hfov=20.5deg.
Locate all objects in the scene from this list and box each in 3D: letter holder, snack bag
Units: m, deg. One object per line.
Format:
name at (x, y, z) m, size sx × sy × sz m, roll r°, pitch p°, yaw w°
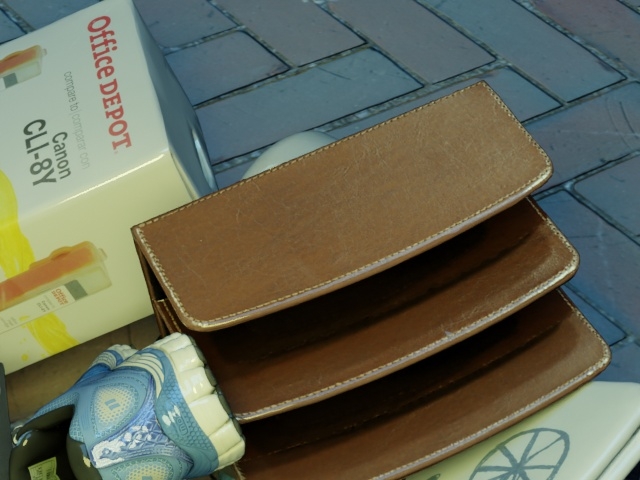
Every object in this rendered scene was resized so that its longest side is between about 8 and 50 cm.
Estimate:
letter holder at (0.046, 0.047, 1.323) m, size 0.302 × 0.152 × 0.214 m, roll -23°, pitch 48°, yaw -12°
snack bag at (0.057, 0.216, 1.353) m, size 0.323 × 0.037 × 0.342 m, roll -45°, pitch 25°, yaw -28°

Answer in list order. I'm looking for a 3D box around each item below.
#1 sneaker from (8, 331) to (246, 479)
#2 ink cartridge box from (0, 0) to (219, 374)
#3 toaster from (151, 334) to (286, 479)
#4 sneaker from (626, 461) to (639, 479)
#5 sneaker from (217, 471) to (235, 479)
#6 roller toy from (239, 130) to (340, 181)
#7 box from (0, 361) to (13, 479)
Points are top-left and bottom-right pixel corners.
sneaker at (-0.173, 0.153, 1.321) m, size 0.147 × 0.330 × 0.130 m, roll -25°, pitch 85°, yaw -21°
ink cartridge box at (-0.295, -0.029, 1.586) m, size 0.384 × 0.160 × 0.279 m, roll -23°, pitch 40°, yaw 3°
toaster at (-0.045, 0.107, 1.465) m, size 0.185 × 0.110 × 0.168 m, roll 24°, pitch 53°, yaw 29°
sneaker at (0.263, 0.167, 1.584) m, size 0.144 × 0.053 × 0.059 m, roll 29°, pitch 42°, yaw 26°
sneaker at (-0.026, 0.173, 1.530) m, size 0.063 × 0.073 × 0.162 m, roll 28°, pitch 44°, yaw 27°
roller toy at (0.000, 0.000, 1.656) m, size 0.146 × 0.191 × 0.209 m, roll 28°, pitch 44°, yaw 28°
box at (-0.307, 0.237, 1.333) m, size 0.143 × 0.165 × 0.270 m, roll 3°, pitch 39°, yaw -18°
